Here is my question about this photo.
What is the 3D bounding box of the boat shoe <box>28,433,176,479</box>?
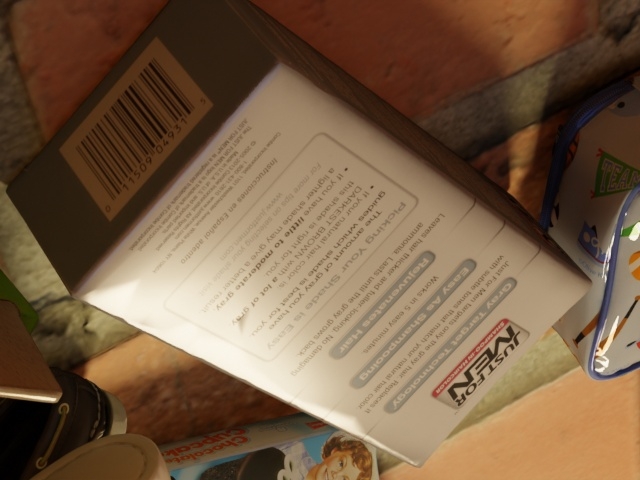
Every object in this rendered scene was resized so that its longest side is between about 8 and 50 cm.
[{"bbox_3d":[-0.220,0.246,1.156,0.324,0.116,0.097,-33,121,-12],"label":"boat shoe"}]

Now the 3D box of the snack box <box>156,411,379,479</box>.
[{"bbox_3d":[-0.040,0.295,1.375,0.187,0.060,0.322,-11,104,-24],"label":"snack box"}]

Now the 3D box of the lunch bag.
[{"bbox_3d":[0.291,-0.025,1.410,0.303,0.115,0.243,-19,138,-24],"label":"lunch bag"}]

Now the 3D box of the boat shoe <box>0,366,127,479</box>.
[{"bbox_3d":[-0.227,0.178,1.235,0.228,0.081,0.068,-50,136,1],"label":"boat shoe"}]

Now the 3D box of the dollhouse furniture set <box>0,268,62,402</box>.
[{"bbox_3d":[-0.300,0.163,1.107,0.197,0.151,0.301,12,118,-42],"label":"dollhouse furniture set"}]

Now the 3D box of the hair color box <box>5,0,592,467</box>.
[{"bbox_3d":[0.000,0.000,1.214,0.185,0.113,0.374,-47,138,10],"label":"hair color box"}]
